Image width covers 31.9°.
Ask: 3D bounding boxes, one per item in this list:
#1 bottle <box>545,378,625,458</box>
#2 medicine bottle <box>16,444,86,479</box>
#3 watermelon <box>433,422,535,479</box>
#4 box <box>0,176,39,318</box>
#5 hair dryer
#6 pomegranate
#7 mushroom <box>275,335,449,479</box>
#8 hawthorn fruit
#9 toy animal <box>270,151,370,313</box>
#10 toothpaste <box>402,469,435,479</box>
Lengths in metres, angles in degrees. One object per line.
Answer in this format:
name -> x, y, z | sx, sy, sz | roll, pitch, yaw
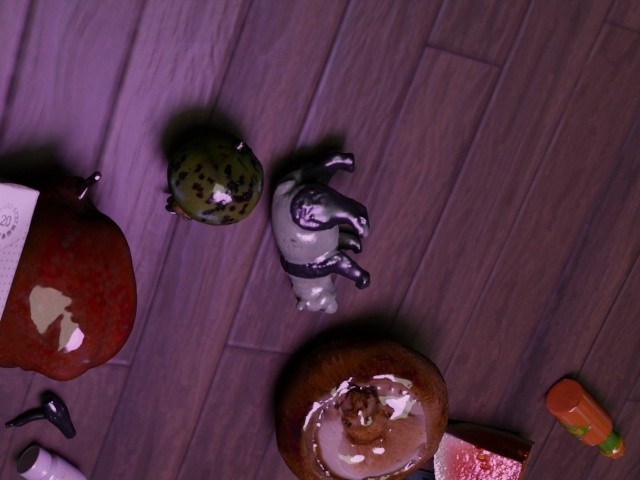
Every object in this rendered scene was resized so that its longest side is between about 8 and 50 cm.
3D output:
bottle -> 0.436, 0.295, 1.805 | 0.069, 0.069, 0.187 | -45, 123, 6
medicine bottle -> -0.361, 0.316, 1.507 | 0.052, 0.052, 0.089 | -42, 124, 4
watermelon -> 0.260, 0.354, 1.736 | 0.137, 0.145, 0.193 | -23, 89, 18
box -> -0.450, 0.067, 1.195 | 0.095, 0.210, 0.330 | 12, 98, -67
hair dryer -> -0.372, 0.241, 1.485 | 0.083, 0.031, 0.079 | -14, 131, 2
pomegranate -> -0.138, -0.066, 1.362 | 0.122, 0.122, 0.161 | 23, 136, -30
mushroom -> 0.061, 0.245, 1.577 | 0.253, 0.153, 0.253 | -5, 122, -9
hawthorn fruit -> -0.302, 0.032, 1.294 | 0.208, 0.208, 0.248 | 16, 99, -28
toy animal -> 0.000, 0.000, 1.457 | 0.121, 0.094, 0.225 | -10, 130, -5
toothpaste -> 0.174, 0.412, 1.757 | 0.336, 0.081, 0.067 | 20, 112, -29
